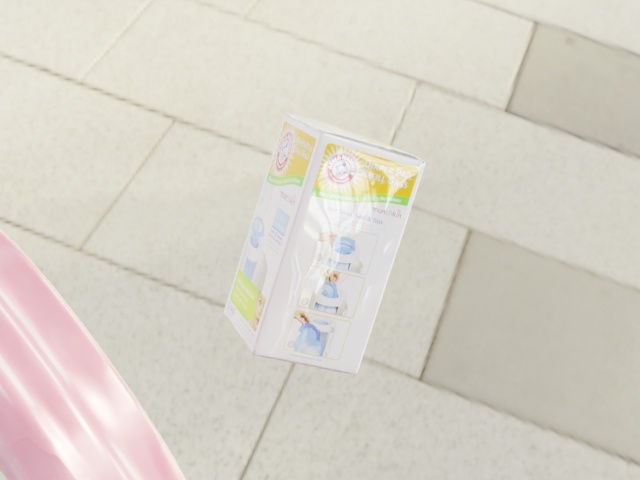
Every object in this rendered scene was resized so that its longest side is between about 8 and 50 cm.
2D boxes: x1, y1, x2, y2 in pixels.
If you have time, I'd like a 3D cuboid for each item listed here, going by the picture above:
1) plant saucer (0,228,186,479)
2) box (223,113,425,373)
[{"bbox_3d":[-0.182,0.110,0.723,0.084,0.332,0.332,-35,61,-19],"label":"plant saucer"},{"bbox_3d":[0.000,0.000,1.007,0.103,0.203,0.114,14,10,-22],"label":"box"}]
